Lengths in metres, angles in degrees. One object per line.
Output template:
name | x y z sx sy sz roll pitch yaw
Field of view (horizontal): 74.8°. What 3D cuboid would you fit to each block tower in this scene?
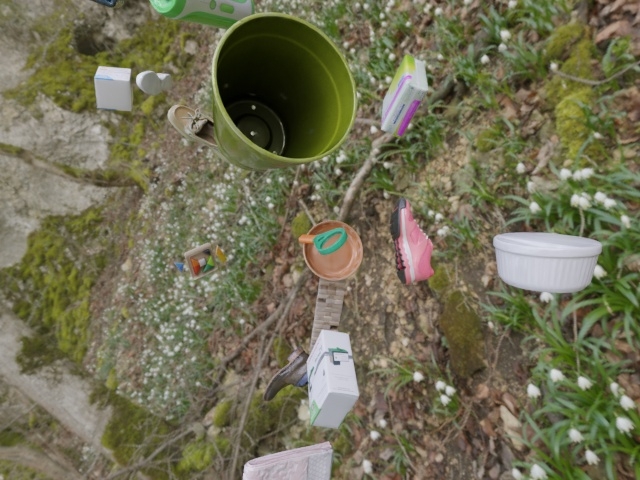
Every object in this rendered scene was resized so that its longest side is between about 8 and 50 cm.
block tower | 0.019 0.292 1.488 0.091 0.097 0.336 -84 0 -70

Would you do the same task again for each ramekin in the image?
ramekin | 0.631 0.059 1.186 0.272 0.127 0.273 0 10 0

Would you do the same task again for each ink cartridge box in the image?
ink cartridge box | 0.029 0.393 1.205 0.219 0.092 0.160 -99 26 -55
ink cartridge box | -0.607 -0.452 1.237 0.143 0.092 0.090 -118 33 -49

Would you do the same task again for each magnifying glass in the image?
magnifying glass | 0.000 0.000 1.206 0.092 0.026 0.231 -46 24 -19

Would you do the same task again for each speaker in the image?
speaker | -0.312 -0.649 1.137 0.131 0.131 0.296 -40 -6 34

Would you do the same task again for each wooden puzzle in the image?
wooden puzzle | -0.279 0.049 0.990 0.116 0.079 0.014 -34 32 -28

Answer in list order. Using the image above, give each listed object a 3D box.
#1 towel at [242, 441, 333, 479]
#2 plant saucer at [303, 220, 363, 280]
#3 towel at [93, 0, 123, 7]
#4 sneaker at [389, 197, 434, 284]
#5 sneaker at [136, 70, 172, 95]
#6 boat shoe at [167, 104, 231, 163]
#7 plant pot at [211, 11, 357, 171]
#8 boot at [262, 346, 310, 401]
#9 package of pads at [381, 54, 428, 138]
towel | -0.108 0.847 1.363 0.316 0.332 0.053 2 6 -29
plant saucer | 0.040 0.034 1.371 0.200 0.200 0.037 -44 -1 -17
towel | -0.510 -0.497 0.769 0.370 0.271 0.040 51 125 55
sneaker | 0.337 0.000 1.523 0.136 0.314 0.116 -5 -7 -8
sneaker | -0.610 -0.559 1.478 0.212 0.094 0.080 -76 -4 -70
boat shoe | -0.388 -0.379 1.454 0.089 0.285 0.105 -11 52 63
plant pot | -0.144 -0.345 1.151 0.366 0.366 0.353 -44 12 -22
boot | -0.102 0.488 1.448 0.219 0.106 0.082 -52 -22 -7
package of pads | 0.333 -0.573 1.681 0.297 0.101 0.229 -78 11 -46
